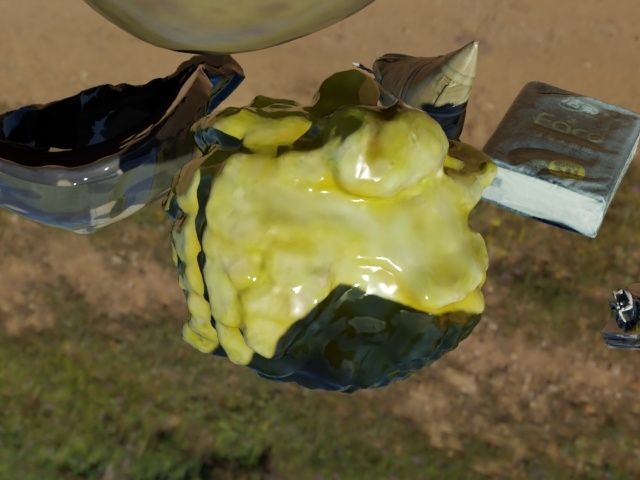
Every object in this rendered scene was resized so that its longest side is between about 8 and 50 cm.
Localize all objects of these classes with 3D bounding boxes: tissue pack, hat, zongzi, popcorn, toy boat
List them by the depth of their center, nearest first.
[{"bbox_3d":[0.000,0.000,1.022,0.256,0.255,0.195,41,-175,2],"label":"popcorn"},{"bbox_3d":[0.289,0.061,1.068,0.210,0.084,0.066,-167,58,-75],"label":"toy boat"},{"bbox_3d":[-0.237,-0.073,1.393,0.366,0.381,0.257,-10,122,-6],"label":"hat"},{"bbox_3d":[0.122,-0.216,1.661,0.081,0.189,0.178,-8,137,-26],"label":"zongzi"},{"bbox_3d":[0.331,-0.116,1.934,0.185,0.257,0.081,21,127,13],"label":"tissue pack"}]

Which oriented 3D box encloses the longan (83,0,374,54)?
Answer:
[{"bbox_3d":[-0.062,-0.308,1.045,0.361,0.361,0.361,19,156,9],"label":"longan"}]
